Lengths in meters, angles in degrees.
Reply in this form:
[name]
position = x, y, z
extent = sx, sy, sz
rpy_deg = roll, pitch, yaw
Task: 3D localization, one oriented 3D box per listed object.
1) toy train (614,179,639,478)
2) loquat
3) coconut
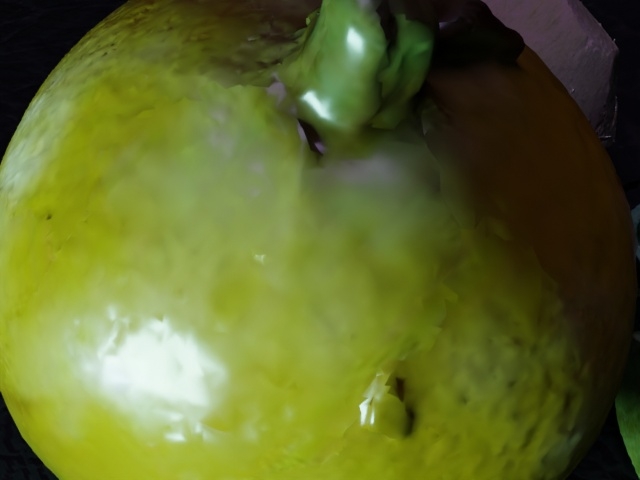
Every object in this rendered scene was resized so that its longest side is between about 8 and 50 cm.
[toy train]
position = 0.286, 0.047, 0.821
extent = 0.307, 0.126, 0.189
rpy_deg = -8, 36, -7
[loquat]
position = 0.000, 0.000, 0.727
extent = 0.328, 0.359, 0.328
rpy_deg = 5, 57, -8
[coconut]
position = 0.128, -0.101, 1.021
extent = 0.171, 0.171, 0.183
rpy_deg = 20, 44, 30
